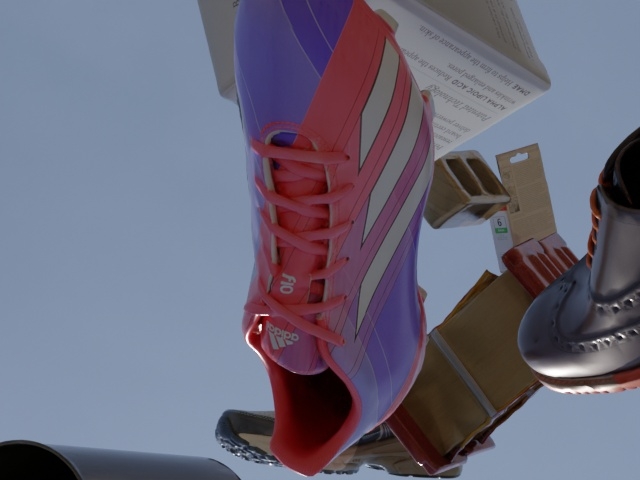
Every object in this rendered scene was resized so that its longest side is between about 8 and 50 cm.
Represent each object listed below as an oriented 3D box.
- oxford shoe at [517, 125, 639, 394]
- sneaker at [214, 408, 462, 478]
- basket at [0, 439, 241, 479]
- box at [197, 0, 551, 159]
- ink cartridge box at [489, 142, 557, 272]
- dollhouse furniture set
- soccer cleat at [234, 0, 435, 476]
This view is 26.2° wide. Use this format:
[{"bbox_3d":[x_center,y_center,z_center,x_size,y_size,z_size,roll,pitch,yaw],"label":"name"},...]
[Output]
[{"bbox_3d":[0.161,-0.008,0.650,0.098,0.271,0.097,26,-127,-14],"label":"oxford shoe"},{"bbox_3d":[0.021,0.172,1.388,0.283,0.110,0.122,8,-96,-33],"label":"sneaker"},{"bbox_3d":[-0.165,0.235,1.052,0.227,0.204,0.154,10,-134,-55],"label":"basket"},{"bbox_3d":[0.021,-0.159,0.816,0.182,0.119,0.181,20,-133,-48],"label":"box"},{"bbox_3d":[0.192,-0.031,1.325,0.063,0.029,0.115,-17,-82,-36],"label":"ink cartridge box"},{"bbox_3d":[0.089,0.005,1.281,0.374,0.201,0.152,53,-156,14],"label":"dollhouse furniture set"},{"bbox_3d":[0.000,0.000,0.590,0.083,0.248,0.095,18,-129,25],"label":"soccer cleat"}]
